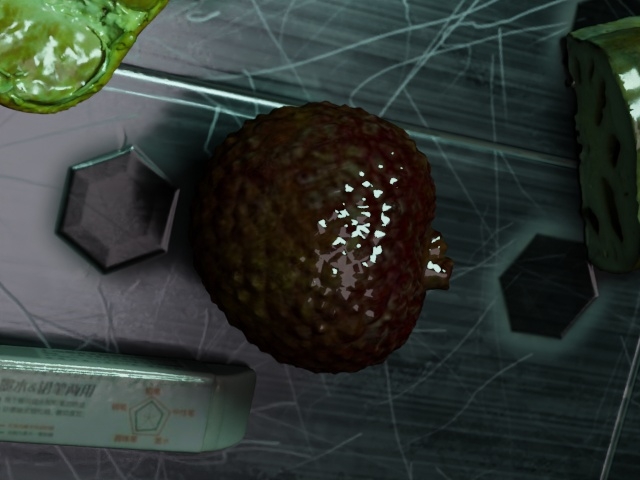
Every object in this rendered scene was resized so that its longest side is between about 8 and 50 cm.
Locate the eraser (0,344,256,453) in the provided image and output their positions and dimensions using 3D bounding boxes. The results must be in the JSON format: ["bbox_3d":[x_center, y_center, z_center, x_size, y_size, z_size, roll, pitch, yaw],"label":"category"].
[{"bbox_3d":[-0.226,0.157,1.541,0.352,0.061,0.089,8,101,-22],"label":"eraser"}]

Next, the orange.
[{"bbox_3d":[-0.237,-0.231,1.388,0.179,0.158,0.237,37,87,-21],"label":"orange"}]

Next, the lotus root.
[{"bbox_3d":[0.418,-0.110,1.679,0.260,0.149,0.267,-14,111,-17],"label":"lotus root"}]

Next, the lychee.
[{"bbox_3d":[0.000,0.000,1.490,0.260,0.260,0.260,-5,105,-20],"label":"lychee"}]
